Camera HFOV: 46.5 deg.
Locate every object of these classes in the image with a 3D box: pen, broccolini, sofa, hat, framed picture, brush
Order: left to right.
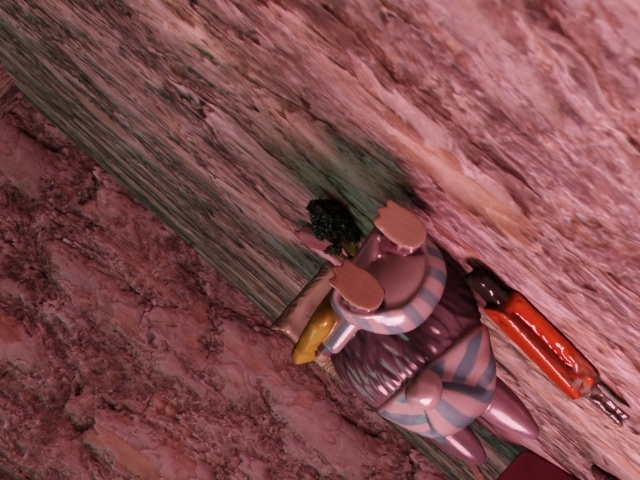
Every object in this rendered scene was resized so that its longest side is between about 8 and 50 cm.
[{"bbox_3d":[0.000,0.000,1.552,0.197,0.032,0.053,19,155,54],"label":"pen"},{"bbox_3d":[0.041,0.198,1.692,0.225,0.210,0.176,47,168,-21],"label":"sofa"},{"bbox_3d":[0.068,0.056,1.429,0.079,0.074,0.392,39,167,43],"label":"broccolini"},{"bbox_3d":[0.336,0.481,1.890,0.335,0.022,0.247,62,-178,38],"label":"framed picture"},{"bbox_3d":[0.327,0.160,1.075,0.323,0.051,0.070,43,167,-4],"label":"brush"},{"bbox_3d":[0.567,0.476,1.466,0.058,0.042,0.087,54,-163,-34],"label":"hat"}]

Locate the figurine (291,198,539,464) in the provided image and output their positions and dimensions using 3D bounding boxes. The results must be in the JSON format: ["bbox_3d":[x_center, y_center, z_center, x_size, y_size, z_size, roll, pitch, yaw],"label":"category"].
[{"bbox_3d":[0.180,0.147,1.084,0.377,0.266,0.361,32,165,4],"label":"figurine"}]

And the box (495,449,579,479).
[{"bbox_3d":[0.542,0.636,1.736,0.294,0.193,0.168,24,150,53],"label":"box"}]
